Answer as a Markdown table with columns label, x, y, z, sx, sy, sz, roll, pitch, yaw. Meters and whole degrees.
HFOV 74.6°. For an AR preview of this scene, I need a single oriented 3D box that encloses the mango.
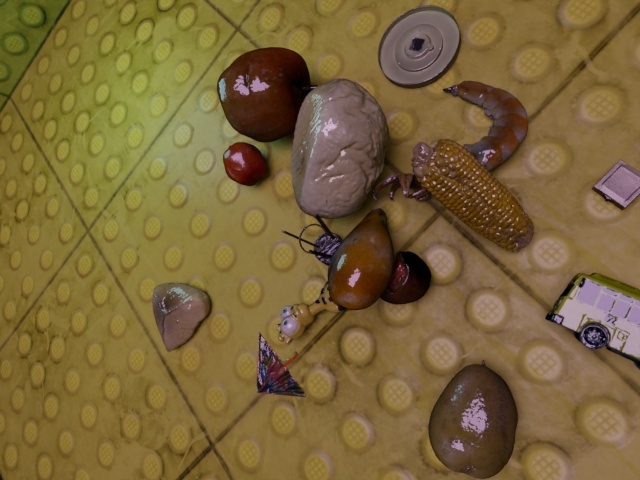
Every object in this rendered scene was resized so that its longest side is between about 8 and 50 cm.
| label | x | y | z | sx | sy | sz | roll | pitch | yaw |
| --- | --- | --- | --- | --- | --- | --- | --- | --- | --- |
| mango | 0.107 | 0.040 | 1.069 | 0.193 | 0.146 | 0.317 | -48 | 17 | 45 |

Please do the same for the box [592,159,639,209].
| label | x | y | z | sx | sy | sz | roll | pitch | yaw |
| --- | --- | --- | --- | --- | --- | --- | --- | --- | --- |
| box | 0.664 | -0.120 | 0.927 | 0.083 | 0.035 | 0.079 | -48 | 66 | 13 |

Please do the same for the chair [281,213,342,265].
| label | x | y | z | sx | sy | sz | roll | pitch | yaw |
| --- | --- | --- | --- | --- | --- | --- | --- | --- | --- |
| chair | -0.001 | 0.001 | 1.137 | 0.104 | 0.221 | 0.095 | 40 | 90 | 26 |

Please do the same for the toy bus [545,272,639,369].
| label | x | y | z | sx | sy | sz | roll | pitch | yaw |
| --- | --- | --- | --- | --- | --- | --- | --- | --- | --- |
| toy bus | 0.621 | 0.170 | 0.856 | 0.261 | 0.128 | 0.150 | 26 | 94 | 25 |

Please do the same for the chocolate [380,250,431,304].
| label | x | y | z | sx | sy | sz | roll | pitch | yaw |
| --- | --- | --- | --- | --- | --- | --- | --- | --- | --- |
| chocolate | 0.205 | 0.103 | 1.074 | 0.133 | 0.124 | 0.127 | -42 | 78 | 41 |

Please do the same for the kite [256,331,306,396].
| label | x | y | z | sx | sy | sz | roll | pitch | yaw |
| --- | --- | --- | --- | --- | --- | --- | --- | --- | --- |
| kite | -0.139 | 0.385 | 1.257 | 0.183 | 0.014 | 0.241 | -43 | 66 | 13 |

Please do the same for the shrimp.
| label | x | y | z | sx | sy | sz | roll | pitch | yaw |
| --- | --- | --- | --- | --- | --- | --- | --- | --- | --- |
| shrimp | 0.415 | -0.295 | 1.049 | 0.185 | 0.068 | 0.288 | -9 | 72 | 19 |

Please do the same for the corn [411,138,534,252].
| label | x | y | z | sx | sy | sz | roll | pitch | yaw |
| --- | --- | --- | --- | --- | --- | --- | --- | --- | --- |
| corn | 0.351 | -0.107 | 0.967 | 0.346 | 0.130 | 0.130 | 37 | 101 | -9 |

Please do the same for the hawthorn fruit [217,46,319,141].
| label | x | y | z | sx | sy | sz | roll | pitch | yaw |
| --- | --- | --- | --- | --- | --- | --- | --- | --- | --- |
| hawthorn fruit | -0.138 | -0.438 | 1.240 | 0.300 | 0.267 | 0.268 | -9 | 79 | 15 |

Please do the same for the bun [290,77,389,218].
| label | x | y | z | sx | sy | sz | roll | pitch | yaw |
| --- | --- | --- | --- | --- | --- | --- | --- | --- | --- |
| bun | 0.053 | -0.232 | 1.113 | 0.227 | 0.349 | 0.353 | 7 | 68 | -16 |

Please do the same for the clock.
| label | x | y | z | sx | sy | sz | roll | pitch | yaw |
| --- | --- | --- | --- | --- | --- | --- | --- | --- | --- |
| clock | 0.273 | -0.546 | 1.181 | 0.234 | 0.029 | 0.235 | -4 | 81 | 25 |

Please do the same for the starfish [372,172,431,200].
| label | x | y | z | sx | sy | sz | roll | pitch | yaw |
| --- | --- | --- | --- | --- | --- | --- | --- | --- | --- |
| starfish | 0.211 | -0.134 | 1.067 | 0.146 | 0.189 | 0.074 | 7 | 97 | 20 |

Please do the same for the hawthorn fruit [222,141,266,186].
| label | x | y | z | sx | sy | sz | roll | pitch | yaw |
| --- | --- | --- | --- | --- | --- | --- | --- | --- | --- |
| hawthorn fruit | -0.239 | -0.238 | 1.331 | 0.138 | 0.132 | 0.133 | 45 | 102 | 15 |

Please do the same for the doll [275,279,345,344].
| label | x | y | z | sx | sy | sz | roll | pitch | yaw |
| --- | --- | --- | --- | --- | --- | --- | --- | --- | --- |
| doll | -0.018 | 0.190 | 1.187 | 0.291 | 0.086 | 0.117 | -35 | 39 | 18 |

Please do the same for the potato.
| label | x | y | z | sx | sy | sz | roll | pitch | yaw |
| --- | --- | --- | --- | --- | --- | --- | --- | --- | --- |
| potato | 0.345 | 0.395 | 0.943 | 0.174 | 0.159 | 0.252 | 17 | 81 | 3 |

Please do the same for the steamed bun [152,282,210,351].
| label | x | y | z | sx | sy | sz | roll | pitch | yaw |
| --- | --- | --- | --- | --- | --- | --- | --- | --- | --- |
| steamed bun | -0.476 | 0.225 | 1.392 | 0.212 | 0.110 | 0.232 | -29 | 74 | 19 |
